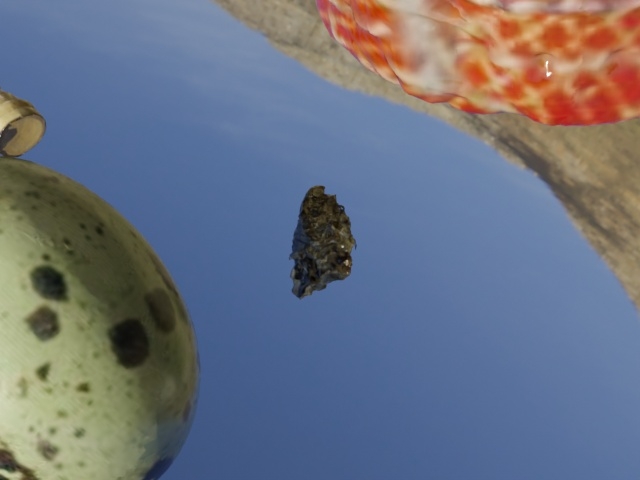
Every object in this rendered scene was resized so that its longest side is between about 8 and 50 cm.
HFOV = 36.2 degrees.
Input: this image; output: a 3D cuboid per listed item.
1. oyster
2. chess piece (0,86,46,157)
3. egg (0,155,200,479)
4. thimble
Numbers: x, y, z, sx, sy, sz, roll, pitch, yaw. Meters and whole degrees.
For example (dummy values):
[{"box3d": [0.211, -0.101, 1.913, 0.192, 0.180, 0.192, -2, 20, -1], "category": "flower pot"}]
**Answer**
[{"box3d": [-0.006, -0.006, 1.243, 0.051, 0.103, 0.148, 33, -143, -37], "category": "oyster"}, {"box3d": [-0.369, -0.157, 1.102, 0.122, 0.066, 0.066, 47, -148, 18], "category": "chess piece"}, {"box3d": [-0.276, 0.094, 0.973, 0.287, 0.288, 0.379, -40, -66, -60], "category": "egg"}, {"box3d": [0.136, -0.257, 0.626, 0.350, 0.230, 0.350, -5, -133, 6], "category": "thimble"}]
